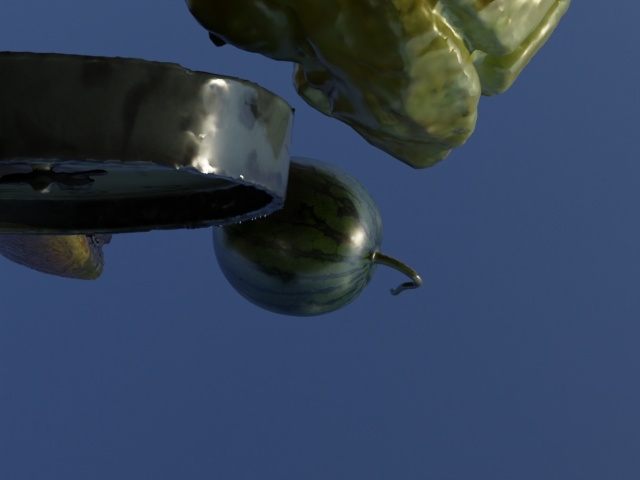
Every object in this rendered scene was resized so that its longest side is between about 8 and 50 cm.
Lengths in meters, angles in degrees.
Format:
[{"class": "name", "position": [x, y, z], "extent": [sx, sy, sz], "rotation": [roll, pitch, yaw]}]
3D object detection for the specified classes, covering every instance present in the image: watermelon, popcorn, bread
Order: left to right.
[{"class": "bread", "position": [-0.239, -0.041, 1.245], "extent": [0.132, 0.172, 0.103], "rotation": [22, -104, 12]}, {"class": "watermelon", "position": [0.000, 0.000, 1.310], "extent": [0.187, 0.140, 0.140], "rotation": [13, -123, 15]}, {"class": "popcorn", "position": [0.036, -0.195, 1.024], "extent": [0.276, 0.276, 0.225], "rotation": [26, -99, 32]}]

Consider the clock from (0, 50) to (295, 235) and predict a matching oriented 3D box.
[{"class": "clock", "position": [-0.178, -0.054, 0.965], "extent": [0.325, 0.325, 0.067], "rotation": [-3, -97, 16]}]
